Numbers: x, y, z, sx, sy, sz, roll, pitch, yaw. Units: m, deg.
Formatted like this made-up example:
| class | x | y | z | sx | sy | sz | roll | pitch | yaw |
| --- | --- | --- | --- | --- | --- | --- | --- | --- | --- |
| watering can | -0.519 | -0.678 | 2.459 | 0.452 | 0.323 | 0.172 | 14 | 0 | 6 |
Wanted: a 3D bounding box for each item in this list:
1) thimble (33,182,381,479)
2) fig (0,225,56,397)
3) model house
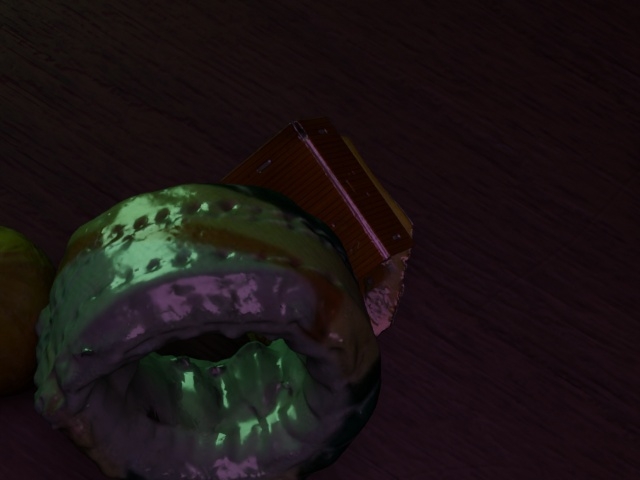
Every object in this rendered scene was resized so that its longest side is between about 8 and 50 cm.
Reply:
| class | x | y | z | sx | sy | sz | roll | pitch | yaw |
| --- | --- | --- | --- | --- | --- | --- | --- | --- | --- |
| thimble | -0.097 | 0.090 | 1.202 | 0.288 | 0.254 | 0.167 | -3 | 38 | -8 |
| fig | -0.301 | 0.038 | 1.233 | 0.159 | 0.257 | 0.159 | 2 | 61 | -3 |
| model house | 0.000 | 0.000 | 1.329 | 0.207 | 0.136 | 0.219 | -31 | 82 | -14 |
